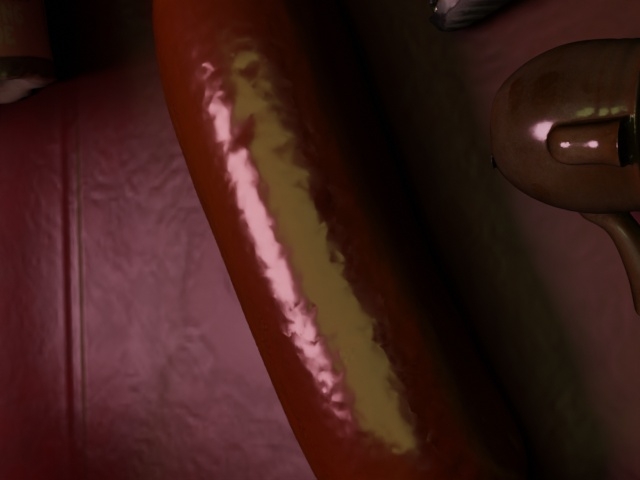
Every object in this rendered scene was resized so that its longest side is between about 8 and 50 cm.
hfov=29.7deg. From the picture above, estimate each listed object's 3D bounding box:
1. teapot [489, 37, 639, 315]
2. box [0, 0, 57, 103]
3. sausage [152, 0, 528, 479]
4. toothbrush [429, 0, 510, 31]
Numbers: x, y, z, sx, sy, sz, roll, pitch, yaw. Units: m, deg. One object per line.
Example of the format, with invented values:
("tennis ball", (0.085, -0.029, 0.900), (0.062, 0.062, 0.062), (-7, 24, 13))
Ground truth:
("teapot", (0.108, -0.021, 0.465), (0.080, 0.085, 0.110), (1, 109, 32))
("box", (-0.206, -0.130, 0.613), (0.151, 0.151, 0.135), (-10, 93, 30))
("sausage", (0.000, 0.000, 0.521), (0.089, 0.083, 0.300), (-25, 77, 15))
("toothbrush", (0.177, -0.197, 0.403), (0.413, 0.035, 0.042), (-36, 68, 39))
